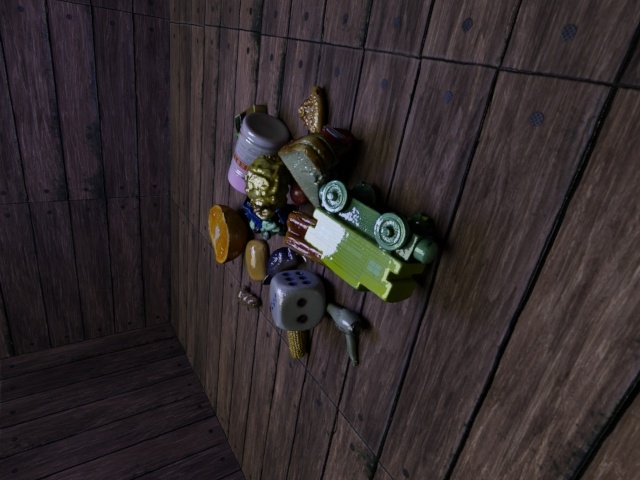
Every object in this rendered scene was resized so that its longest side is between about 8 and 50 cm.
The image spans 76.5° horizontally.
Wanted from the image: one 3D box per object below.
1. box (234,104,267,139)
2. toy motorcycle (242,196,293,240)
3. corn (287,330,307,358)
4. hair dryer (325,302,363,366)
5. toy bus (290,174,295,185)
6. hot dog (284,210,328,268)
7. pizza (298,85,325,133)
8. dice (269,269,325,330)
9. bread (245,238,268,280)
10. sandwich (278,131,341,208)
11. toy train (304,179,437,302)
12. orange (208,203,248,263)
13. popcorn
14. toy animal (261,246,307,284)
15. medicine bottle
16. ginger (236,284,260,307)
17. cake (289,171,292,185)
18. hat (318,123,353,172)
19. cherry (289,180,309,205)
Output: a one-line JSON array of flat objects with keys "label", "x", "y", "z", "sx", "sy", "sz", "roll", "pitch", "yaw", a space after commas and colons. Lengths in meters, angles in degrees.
[{"label": "box", "x": -0.331, "y": -0.540, "z": 1.942, "sx": 0.240, "sy": 0.071, "sz": 0.159, "roll": -1, "pitch": 99, "yaw": 57}, {"label": "toy motorcycle", "x": -0.250, "y": -0.112, "z": 1.834, "sx": 0.331, "sy": 0.125, "sz": 0.196, "roll": 7, "pitch": 118, "yaw": 52}, {"label": "corn", "x": -0.105, "y": 0.388, "z": 1.784, "sx": 0.091, "sy": 0.091, "sz": 0.260, "roll": 1, "pitch": 101, "yaw": 15}, {"label": "hair dryer", "x": 0.085, "y": 0.326, "z": 1.522, "sx": 0.219, "sy": 0.088, "sz": 0.225, "roll": -128, "pitch": 28, "yaw": -47}, {"label": "toy bus", "x": -0.087, "y": -0.267, "z": 1.665, "sx": 0.130, "sy": 0.037, "sz": 0.052, "roll": -37, "pitch": 61, "yaw": 54}, {"label": "hot dog", "x": 0.000, "y": 0.000, "z": 1.507, "sx": 0.348, "sy": 0.117, "sz": 0.158, "roll": 24, "pitch": 109, "yaw": 40}, {"label": "pizza", "x": -0.035, "y": -0.484, "z": 1.520, "sx": 0.161, "sy": 0.062, "sz": 0.182, "roll": 36, "pitch": 127, "yaw": 54}, {"label": "dice", "x": -0.094, "y": 0.235, "z": 1.611, "sx": 0.193, "sy": 0.194, "sz": 0.192, "roll": -129, "pitch": 40, "yaw": -64}, {"label": "bread", "x": -0.325, "y": 0.102, "z": 2.051, "sx": 0.147, "sy": 0.098, "sz": 0.217, "roll": 2, "pitch": 97, "yaw": 60}, {"label": "sandwich", "x": -0.006, "y": -0.219, "z": 1.366, "sx": 0.288, "sy": 0.099, "sz": 0.254, "roll": 55, "pitch": 159, "yaw": -23}, {"label": "toy train", "x": 0.133, "y": -0.005, "z": 1.208, "sx": 0.442, "sy": 0.179, "sz": 0.272, "roll": 37, "pitch": 114, "yaw": 39}, {"label": "orange", "x": -0.510, "y": -0.034, "z": 2.166, "sx": 0.310, "sy": 0.274, "sz": 0.274, "roll": -83, "pitch": 13, "yaw": -50}, {"label": "popcorn", "x": -0.218, "y": -0.215, "z": 1.614, "sx": 0.233, "sy": 0.192, "sz": 0.266, "roll": 110, "pitch": 171, "yaw": -70}, {"label": "toy animal", "x": -0.157, "y": 0.119, "z": 1.780, "sx": 0.298, "sy": 0.122, "sz": 0.185, "roll": -28, "pitch": 78, "yaw": 48}, {"label": "medicine bottle", "x": -0.277, "y": -0.373, "z": 1.779, "sx": 0.202, "sy": 0.202, "sz": 0.316, "roll": 60, "pitch": 141, "yaw": 29}, {"label": "ginger", "x": -0.396, "y": 0.317, "z": 2.216, "sx": 0.204, "sy": 0.080, "sz": 0.104, "roll": 27, "pitch": 113, "yaw": 54}, {"label": "cake", "x": -0.132, "y": -0.290, "z": 1.714, "sx": 0.065, "sy": 0.052, "sz": 0.121, "roll": 20, "pitch": 114, "yaw": 49}, {"label": "hat", "x": 0.052, "y": -0.285, "z": 1.417, "sx": 0.140, "sy": 0.129, "sz": 0.227, "roll": 25, "pitch": 140, "yaw": 22}, {"label": "cherry", "x": -0.078, "y": -0.220, "z": 1.575, "sx": 0.225, "sy": 0.090, "sz": 0.107, "roll": 87, "pitch": -161, "yaw": -53}]
